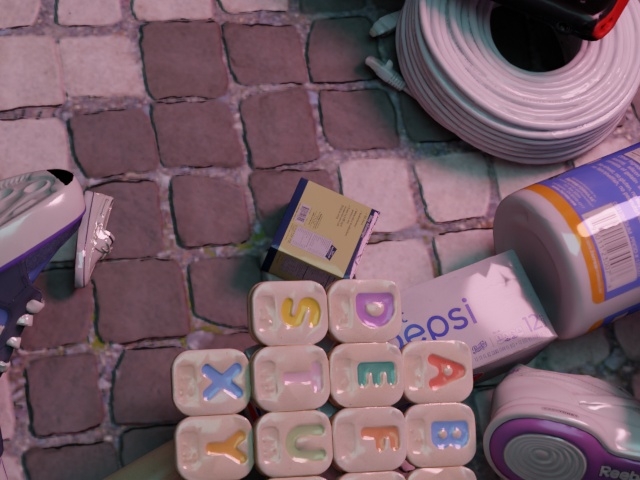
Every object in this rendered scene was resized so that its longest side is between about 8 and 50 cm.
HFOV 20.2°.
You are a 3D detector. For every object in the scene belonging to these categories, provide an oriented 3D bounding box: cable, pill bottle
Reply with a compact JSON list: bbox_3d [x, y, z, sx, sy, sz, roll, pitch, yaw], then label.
[{"bbox_3d":[0.207,-0.204,1.829,0.257,0.089,0.257,41,64,7],"label":"cable"},{"bbox_3d":[0.317,-0.019,1.736,0.272,0.152,0.152,-21,73,-21],"label":"pill bottle"}]

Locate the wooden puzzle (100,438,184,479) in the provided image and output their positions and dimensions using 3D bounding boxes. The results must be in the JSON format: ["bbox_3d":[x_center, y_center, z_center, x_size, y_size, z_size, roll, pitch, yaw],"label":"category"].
[{"bbox_3d":[-0.142,0.313,1.552,0.221,0.044,0.239,-29,71,-22],"label":"wooden puzzle"}]

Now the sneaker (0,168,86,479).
[{"bbox_3d":[-0.297,0.112,1.526,0.323,0.130,0.236,-35,117,-12],"label":"sneaker"}]

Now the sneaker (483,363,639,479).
[{"bbox_3d":[0.300,0.185,1.647,0.305,0.114,0.152,20,27,-4],"label":"sneaker"}]

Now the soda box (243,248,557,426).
[{"bbox_3d":[0.067,0.107,1.658,0.286,0.091,0.098,-20,74,-20],"label":"soda box"}]

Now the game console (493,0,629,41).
[{"bbox_3d":[0.173,-0.377,1.858,0.386,0.060,0.342,24,54,12],"label":"game console"}]

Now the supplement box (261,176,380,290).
[{"bbox_3d":[0.000,0.000,1.710,0.083,0.056,0.083,24,64,-1],"label":"supplement box"}]

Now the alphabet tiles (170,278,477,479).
[{"bbox_3d":[0.008,0.175,1.560,0.278,0.021,0.284,0,84,-19],"label":"alphabet tiles"}]

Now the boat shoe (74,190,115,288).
[{"bbox_3d":[-0.210,0.000,1.677,0.035,0.035,0.100,8,58,-6],"label":"boat shoe"}]
